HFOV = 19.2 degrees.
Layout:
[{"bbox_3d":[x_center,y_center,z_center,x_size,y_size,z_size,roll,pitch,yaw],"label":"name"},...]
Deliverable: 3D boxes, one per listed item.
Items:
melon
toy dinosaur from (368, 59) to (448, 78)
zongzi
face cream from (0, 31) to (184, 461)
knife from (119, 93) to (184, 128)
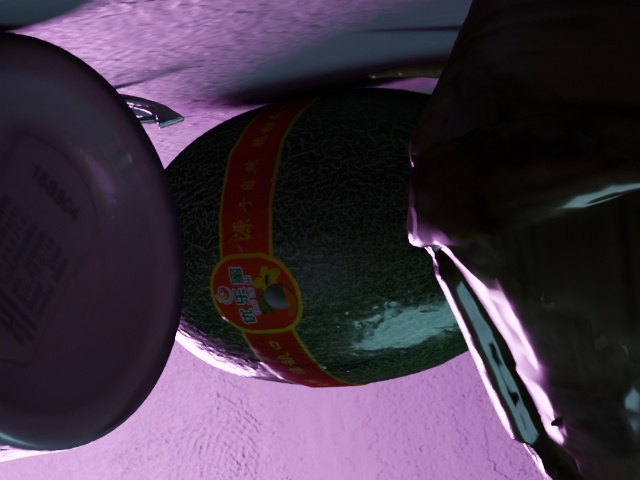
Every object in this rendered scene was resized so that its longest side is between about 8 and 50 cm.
[{"bbox_3d":[0.000,0.000,1.152,0.288,0.182,0.182,-9,178,37],"label":"melon"},{"bbox_3d":[0.099,-0.093,0.993,0.162,0.039,0.126,-7,179,-4],"label":"toy dinosaur"},{"bbox_3d":[0.317,0.064,0.668,0.500,0.218,0.467,-5,135,18],"label":"zongzi"},{"bbox_3d":[-0.166,0.011,0.805,0.153,0.177,0.177,-12,176,38],"label":"face cream"},{"bbox_3d":[-0.164,-0.060,1.001,0.184,0.026,0.022,-7,138,0],"label":"knife"}]
